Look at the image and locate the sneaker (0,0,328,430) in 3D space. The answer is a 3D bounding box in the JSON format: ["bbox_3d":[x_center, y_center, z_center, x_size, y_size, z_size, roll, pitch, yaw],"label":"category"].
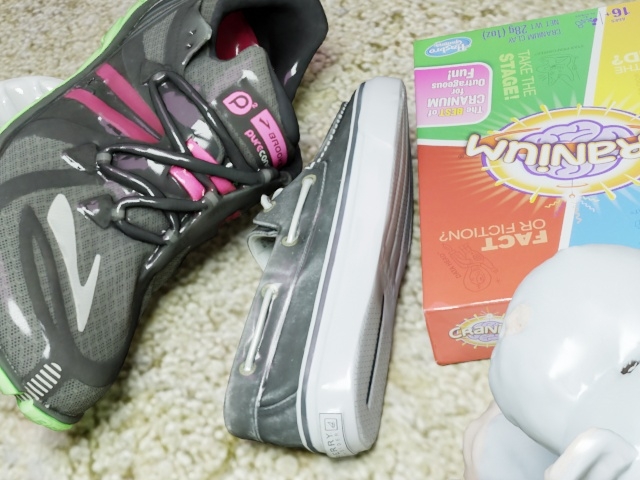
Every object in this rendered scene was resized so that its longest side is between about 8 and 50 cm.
[{"bbox_3d":[-0.128,-0.072,0.865,0.202,0.185,0.483,-11,43,35],"label":"sneaker"}]

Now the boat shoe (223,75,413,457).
[{"bbox_3d":[0.000,0.000,0.811,0.119,0.121,0.335,2,50,15],"label":"boat shoe"}]

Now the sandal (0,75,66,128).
[{"bbox_3d":[-0.394,-0.058,0.999,0.416,0.169,0.102,-6,14,0],"label":"sandal"}]

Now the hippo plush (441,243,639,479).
[{"bbox_3d":[0.142,0.141,0.539,0.234,0.236,0.294,-21,44,-2],"label":"hippo plush"}]

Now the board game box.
[{"bbox_3d":[0.198,-0.060,0.842,0.242,0.064,0.316,-9,45,11],"label":"board game box"}]
